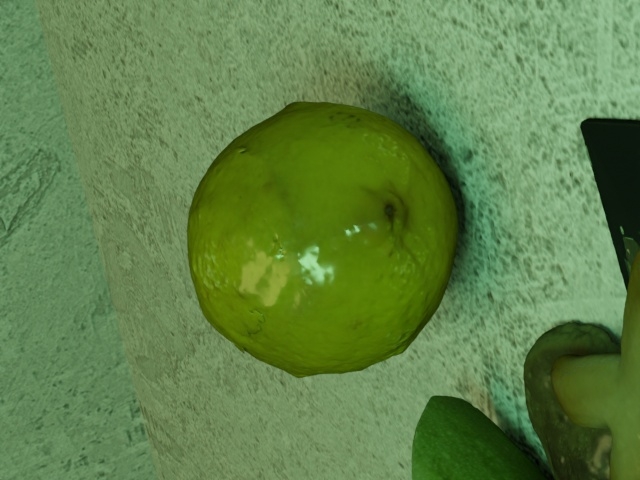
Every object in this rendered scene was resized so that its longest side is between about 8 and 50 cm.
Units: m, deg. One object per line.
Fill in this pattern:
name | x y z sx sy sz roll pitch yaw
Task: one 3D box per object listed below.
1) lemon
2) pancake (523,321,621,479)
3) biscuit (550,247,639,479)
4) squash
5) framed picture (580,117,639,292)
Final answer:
lemon | 0.001 -0.001 1.707 0.284 0.261 0.260 -129 20 -80
pancake | 0.241 0.178 1.566 0.242 0.050 0.242 51 154 36
biscuit | 0.251 0.114 1.410 0.164 0.047 0.208 61 151 24
squash | 0.153 0.293 1.717 0.260 0.189 0.189 45 150 41
framed picture | 0.301 0.032 1.315 0.324 0.013 0.244 14 124 67
